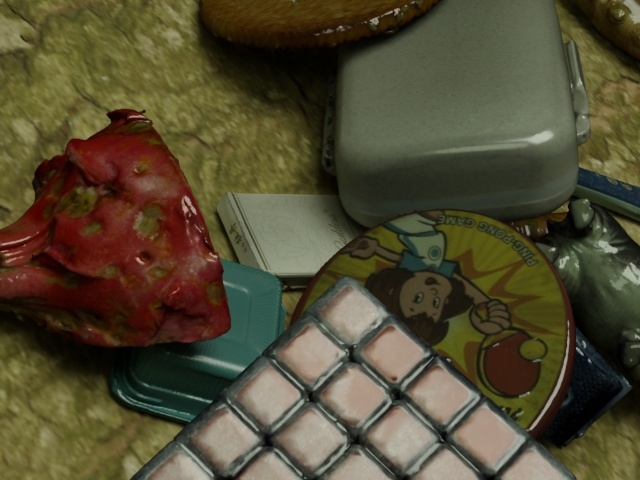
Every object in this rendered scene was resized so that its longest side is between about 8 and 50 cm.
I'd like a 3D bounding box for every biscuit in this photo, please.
[{"bbox_3d":[0.010,-0.286,1.687,0.305,0.038,0.305,-8,32,5],"label":"biscuit"}]

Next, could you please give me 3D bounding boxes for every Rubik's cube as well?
[{"bbox_3d":[0.016,0.212,1.120,0.237,0.237,0.238,-41,75,-19],"label":"Rubik's cube"}]

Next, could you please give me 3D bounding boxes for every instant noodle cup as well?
[{"bbox_3d":[-0.101,0.083,1.349,0.157,0.070,0.179,18,44,-14],"label":"instant noodle cup"}]

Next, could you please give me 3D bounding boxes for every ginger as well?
[{"bbox_3d":[0.413,-0.300,2.026,0.205,0.081,0.115,35,54,-7],"label":"ginger"}]

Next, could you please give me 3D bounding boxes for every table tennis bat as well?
[{"bbox_3d":[0.087,0.142,1.346,0.268,0.051,0.415,4,55,17],"label":"table tennis bat"}]

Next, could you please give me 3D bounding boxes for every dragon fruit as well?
[{"bbox_3d":[-0.208,-0.007,1.284,0.211,0.134,0.262,-26,42,-16],"label":"dragon fruit"}]

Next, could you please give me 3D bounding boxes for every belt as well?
[{"bbox_3d":[0.184,0.102,1.472,0.218,0.128,0.122,54,15,25],"label":"belt"}]

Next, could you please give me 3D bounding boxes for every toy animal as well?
[{"bbox_3d":[0.348,0.103,1.532,0.343,0.106,0.168,46,9,0],"label":"toy animal"}]

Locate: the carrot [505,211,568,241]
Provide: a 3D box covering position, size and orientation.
[{"bbox_3d":[0.209,-0.003,1.623,0.260,0.070,0.070,4,49,-27],"label":"carrot"}]

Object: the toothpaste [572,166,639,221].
[{"bbox_3d":[0.330,-0.060,1.776,0.197,0.035,0.057,18,49,-21],"label":"toothpaste"}]

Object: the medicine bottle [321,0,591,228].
[{"bbox_3d":[0.142,-0.159,1.607,0.282,0.123,0.375,-4,36,6],"label":"medicine bottle"}]

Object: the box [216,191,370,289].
[{"bbox_3d":[0.000,0.000,1.517,0.198,0.029,0.109,0,48,-33],"label":"box"}]
